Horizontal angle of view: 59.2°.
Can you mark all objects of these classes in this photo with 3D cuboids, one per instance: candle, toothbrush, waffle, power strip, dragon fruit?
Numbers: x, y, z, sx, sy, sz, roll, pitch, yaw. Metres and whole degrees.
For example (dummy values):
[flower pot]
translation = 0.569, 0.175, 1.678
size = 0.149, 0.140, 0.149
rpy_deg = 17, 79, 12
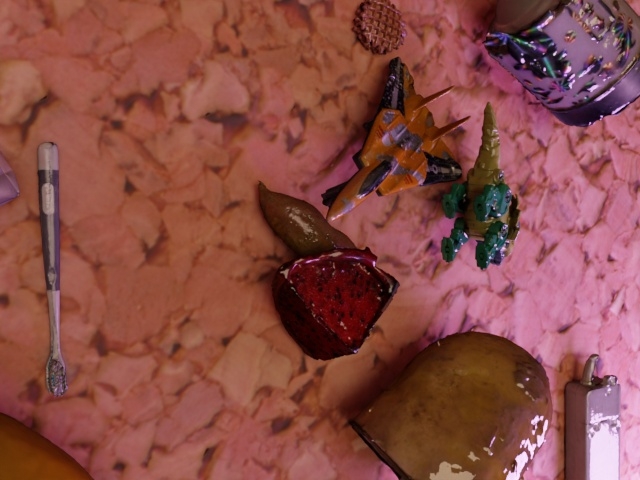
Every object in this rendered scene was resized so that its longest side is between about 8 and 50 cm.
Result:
[candle]
translation = 0.347, -0.321, 0.838
size = 0.330, 0.187, 0.187
rpy_deg = 33, 78, -22
[toothbrush]
translation = -0.301, 0.034, 0.631
size = 0.024, 0.026, 0.287
rpy_deg = -2, 92, -29
[waffle]
translation = 0.087, -0.305, 0.802
size = 0.075, 0.029, 0.083
rpy_deg = -46, 112, -16
[power strip]
translation = 0.488, 0.342, 1.007
size = 0.093, 0.053, 0.287
rpy_deg = -2, 92, -24
[dragon fruit]
translation = 0.004, 0.067, 0.737
size = 0.161, 0.127, 0.120
rpy_deg = 47, 55, -17

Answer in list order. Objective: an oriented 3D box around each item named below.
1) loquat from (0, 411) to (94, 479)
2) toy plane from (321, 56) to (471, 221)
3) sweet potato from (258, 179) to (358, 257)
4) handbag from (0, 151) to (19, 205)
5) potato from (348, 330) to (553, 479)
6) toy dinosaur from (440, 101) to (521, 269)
[loquat]
translation = -0.331, 0.292, 0.504
size = 0.276, 0.276, 0.283
rpy_deg = -31, 102, -21
[toy plane]
translation = 0.083, -0.105, 0.751
size = 0.316, 0.103, 0.204
rpy_deg = -43, 108, -34
[sweet potato]
translation = -0.001, 0.003, 0.754
size = 0.226, 0.068, 0.068
rpy_deg = 37, 76, -25
[handbag]
translation = -0.391, -0.097, 0.551
size = 0.117, 0.095, 0.173
rpy_deg = -31, 113, -27
[potato]
translation = 0.203, 0.241, 0.786
size = 0.266, 0.229, 0.229
rpy_deg = -43, 109, -18
[toy dinosaur]
translation = 0.243, -0.067, 0.834
size = 0.153, 0.094, 0.259
rpy_deg = -35, 122, -41
